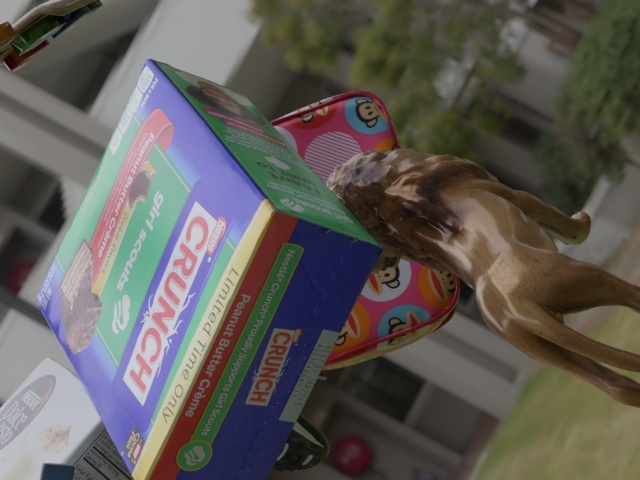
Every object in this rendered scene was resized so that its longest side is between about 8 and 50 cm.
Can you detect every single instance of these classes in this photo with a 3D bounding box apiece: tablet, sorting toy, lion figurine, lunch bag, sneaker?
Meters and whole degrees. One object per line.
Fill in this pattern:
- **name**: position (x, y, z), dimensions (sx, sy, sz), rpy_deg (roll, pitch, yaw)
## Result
- **tablet**: position (-0.287, 0.280, 1.786), dimensions (0.054, 0.006, 0.083), rpy_deg (17, -98, -57)
- **sorting toy**: position (-0.369, -0.228, 1.981), dimensions (0.229, 0.041, 0.307), rpy_deg (-28, 9, 26)
- **lion figurine**: position (0.164, 0.022, 1.469), dimensions (0.392, 0.240, 0.142), rpy_deg (33, 102, 63)
- **lunch bag**: position (0.000, 0.000, 1.889), dimensions (0.258, 0.293, 0.120), rpy_deg (-21, -10, 0)
- **sneaker**: position (-0.098, 0.155, 1.866), dimensions (0.108, 0.271, 0.100), rpy_deg (-51, -5, -40)

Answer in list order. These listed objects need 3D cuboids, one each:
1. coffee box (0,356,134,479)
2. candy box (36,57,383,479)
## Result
- **coffee box**: position (-0.284, 0.389, 2.025), dimensions (0.334, 0.338, 0.338), rpy_deg (-49, 21, -10)
- **candy box**: position (-0.108, 0.032, 1.444), dimensions (0.268, 0.122, 0.317), rpy_deg (-63, 35, 16)
